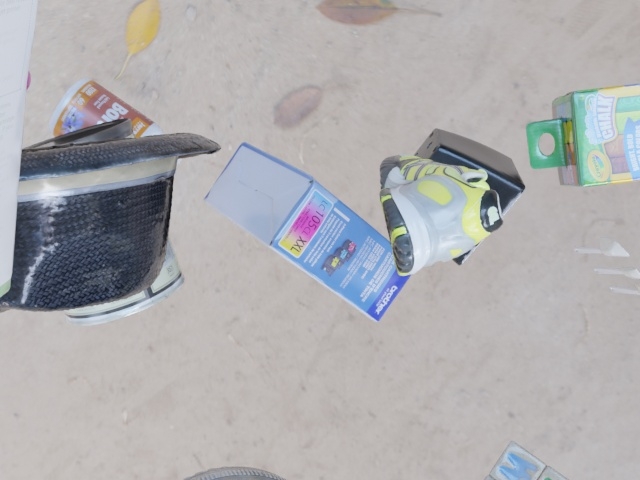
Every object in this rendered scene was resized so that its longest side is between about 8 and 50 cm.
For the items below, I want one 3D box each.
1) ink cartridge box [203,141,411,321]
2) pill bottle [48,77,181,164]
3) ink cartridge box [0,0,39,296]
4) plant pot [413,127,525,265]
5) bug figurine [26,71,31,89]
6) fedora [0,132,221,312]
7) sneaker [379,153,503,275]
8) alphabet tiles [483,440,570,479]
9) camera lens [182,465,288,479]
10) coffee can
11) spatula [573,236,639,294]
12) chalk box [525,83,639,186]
[{"bbox_3d":[0.000,0.000,1.671,0.151,0.270,0.395,-53,130,-4],"label":"ink cartridge box"},{"bbox_3d":[-0.355,-0.179,1.511,0.216,0.121,0.121,34,100,-5],"label":"pill bottle"},{"bbox_3d":[-0.178,-0.049,0.338,0.056,0.171,0.235,17,115,7],"label":"ink cartridge box"},{"bbox_3d":[0.244,-0.101,1.595,0.167,0.188,0.187,34,110,-9],"label":"plant pot"},{"bbox_3d":[-0.403,-0.277,0.990,0.072,0.279,0.216,-24,65,-7],"label":"bug figurine"},{"bbox_3d":[-0.244,-0.016,0.830,0.334,0.334,0.152,-7,99,-6],"label":"fedora"},{"bbox_3d":[0.163,-0.044,1.200,0.147,0.384,0.145,-12,106,6],"label":"sneaker"},{"bbox_3d":[0.193,0.339,0.784,0.198,0.009,0.237,34,91,23],"label":"alphabet tiles"},{"bbox_3d":[-0.064,0.327,0.752,0.219,0.274,0.219,0,88,-14],"label":"camera lens"},{"bbox_3d":[-0.352,-0.031,1.356,0.201,0.201,0.275,-17,105,-3],"label":"coffee can"},{"bbox_3d":[0.614,0.059,1.788,0.019,0.242,0.168,-45,93,-2],"label":"spatula"},{"bbox_3d":[0.541,-0.196,1.622,0.289,0.179,0.180,-7,94,3],"label":"chalk box"}]
